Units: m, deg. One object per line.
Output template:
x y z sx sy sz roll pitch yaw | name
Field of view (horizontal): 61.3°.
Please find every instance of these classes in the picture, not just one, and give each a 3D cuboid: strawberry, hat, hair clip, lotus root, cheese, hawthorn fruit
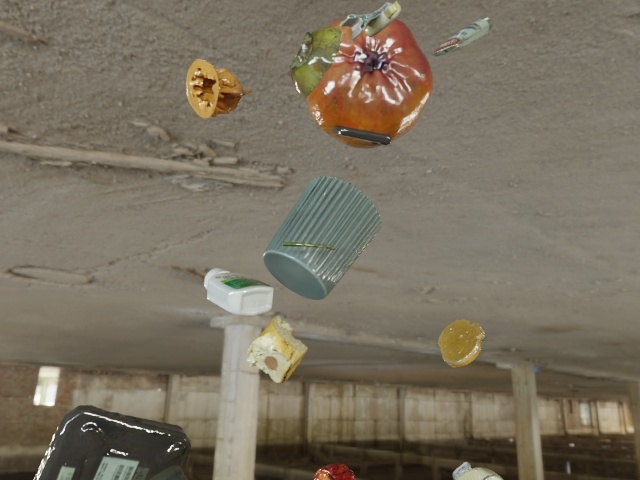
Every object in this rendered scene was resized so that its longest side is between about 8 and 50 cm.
0.035 0.555 1.164 0.086 0.145 0.145 2 166 -37 | strawberry
-0.361 -0.593 2.104 0.233 0.233 0.244 -11 163 -39 | hat
0.158 -0.623 1.505 0.218 0.071 0.159 -39 -168 -36 | hair clip
-0.028 -0.497 1.471 0.078 0.183 0.204 24 148 -23 | lotus root
0.310 0.561 1.177 0.163 0.071 0.249 -41 175 -15 | cheese
0.149 -0.535 1.882 0.472 0.471 0.472 2 163 1 | hawthorn fruit

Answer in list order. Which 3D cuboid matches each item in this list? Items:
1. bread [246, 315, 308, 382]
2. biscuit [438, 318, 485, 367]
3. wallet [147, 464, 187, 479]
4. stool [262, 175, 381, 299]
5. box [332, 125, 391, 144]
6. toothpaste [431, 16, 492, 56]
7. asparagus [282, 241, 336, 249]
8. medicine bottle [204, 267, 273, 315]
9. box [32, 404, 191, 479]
-0.172 0.423 1.994 0.184 0.224 0.211 35 -176 7 | bread
0.464 0.330 1.752 0.050 0.170 0.170 39 146 -26 | biscuit
-0.302 0.598 1.079 0.169 0.245 0.052 -24 156 -32 | wallet
0.000 0.000 1.812 0.297 0.330 0.297 27 152 16 | stool
0.091 -0.242 1.246 0.125 0.026 0.126 9 -169 -9 | box
0.321 -0.450 1.197 0.062 0.039 0.239 -8 -156 44 | toothpaste
-0.030 0.013 1.525 0.163 0.016 0.016 4 125 -24 | asparagus
-0.195 0.115 1.239 0.119 0.069 0.183 -4 -167 -39 | medicine bottle
-0.543 0.616 1.376 0.350 0.359 0.091 28 173 -35 | box
